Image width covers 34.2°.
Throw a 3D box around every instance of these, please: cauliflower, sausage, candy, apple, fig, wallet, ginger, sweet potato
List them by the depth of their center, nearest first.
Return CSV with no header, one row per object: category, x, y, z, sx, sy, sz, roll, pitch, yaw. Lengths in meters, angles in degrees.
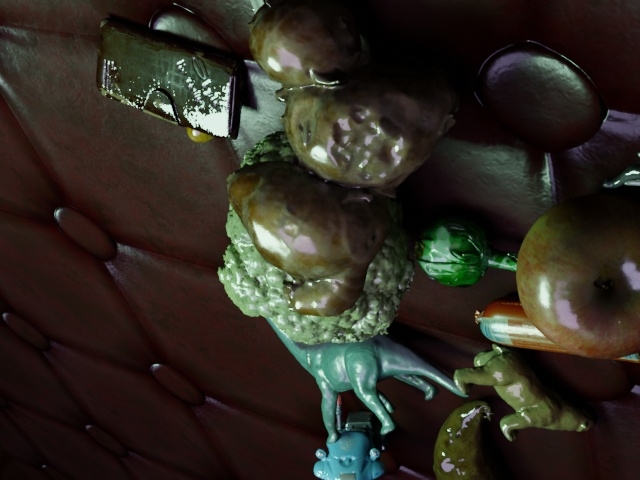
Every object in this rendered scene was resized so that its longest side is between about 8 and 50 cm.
apple,0.315,0.038,1.177,0.188,0.188,0.174,39,-170,-7
ginger,0.013,-0.090,1.215,0.256,0.176,0.375,14,106,3
candy,0.278,0.033,1.330,0.323,0.097,0.097,11,142,20
sausage,0.316,0.112,1.388,0.264,0.083,0.083,4,137,43
cauliflower,0.000,0.000,1.431,0.272,0.275,0.250,19,-171,0
wallet,-0.212,-0.221,1.436,0.232,0.031,0.122,20,121,20
fig,-0.175,-0.179,1.482,0.050,0.050,0.083,-1,122,44
sweet potato,0.264,0.414,1.809,0.130,0.130,0.423,13,134,32

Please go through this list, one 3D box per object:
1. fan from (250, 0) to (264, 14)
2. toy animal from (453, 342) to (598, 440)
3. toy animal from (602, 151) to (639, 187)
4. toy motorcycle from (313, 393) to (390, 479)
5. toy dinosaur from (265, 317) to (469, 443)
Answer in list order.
fan,-0.128,-0.390,1.178,0.233,0.012,0.415,7,139,38
toy animal,0.310,0.232,1.556,0.219,0.103,0.101,46,124,-10
toy animal,0.426,-0.051,1.049,0.269,0.082,0.137,23,146,18
toy motorcycle,0.062,0.393,1.856,0.123,0.272,0.182,-2,111,9
toy dinosaur,0.031,0.152,1.691,0.383,0.129,0.331,-30,91,47
